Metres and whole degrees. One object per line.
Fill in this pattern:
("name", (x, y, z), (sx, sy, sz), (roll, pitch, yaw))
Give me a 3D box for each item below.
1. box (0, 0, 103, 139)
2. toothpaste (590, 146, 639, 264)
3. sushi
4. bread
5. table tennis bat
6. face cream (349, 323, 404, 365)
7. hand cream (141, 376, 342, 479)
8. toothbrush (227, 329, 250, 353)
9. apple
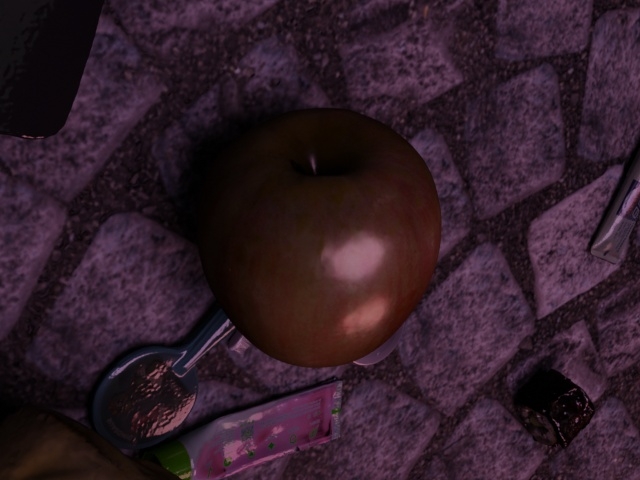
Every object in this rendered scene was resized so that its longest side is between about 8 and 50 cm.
("box", (-0.300, -0.201, 1.045), (0.213, 0.042, 0.201), (12, 101, -40))
("toothpaste", (0.447, -0.077, 1.649), (0.060, 0.038, 0.233), (17, 102, -36))
("sushi", (0.338, 0.244, 1.668), (0.084, 0.094, 0.098), (-42, 123, -18))
("bread", (-0.229, 0.317, 1.132), (0.237, 0.320, 0.320), (-54, 130, -7))
("table tennis bat", (-0.169, 0.148, 1.296), (0.201, 0.033, 0.124), (-45, 130, -7))
("face cream", (0.033, 0.086, 1.368), (0.117, 0.104, 0.117), (-16, 119, -31))
("hand cream", (-0.082, 0.234, 1.393), (0.275, 0.050, 0.079), (-13, 142, -37))
("toothbrush", (-0.029, 0.022, 1.352), (0.024, 0.018, 0.257), (35, 87, -43))
("apple", (0.000, 0.000, 1.215), (0.257, 0.257, 0.233), (-28, 135, -24))
